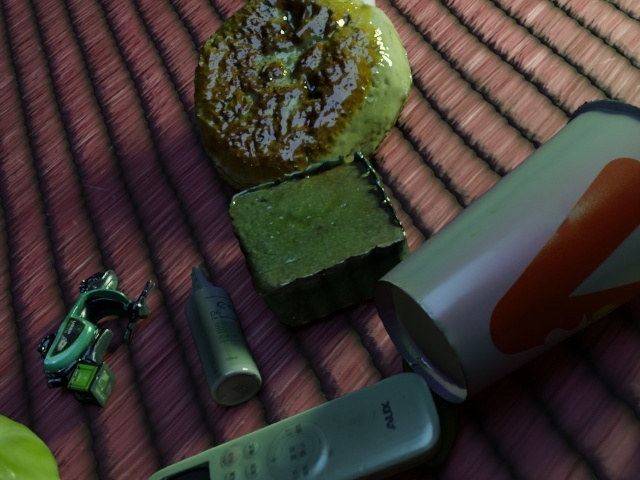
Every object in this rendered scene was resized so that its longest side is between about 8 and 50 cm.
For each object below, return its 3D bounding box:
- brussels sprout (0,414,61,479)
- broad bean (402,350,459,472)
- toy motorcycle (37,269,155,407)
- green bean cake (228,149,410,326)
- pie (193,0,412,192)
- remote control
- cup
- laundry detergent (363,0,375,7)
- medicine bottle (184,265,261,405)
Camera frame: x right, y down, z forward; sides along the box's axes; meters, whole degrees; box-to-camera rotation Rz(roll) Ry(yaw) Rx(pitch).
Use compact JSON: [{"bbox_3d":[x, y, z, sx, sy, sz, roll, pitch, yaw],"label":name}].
[{"bbox_3d":[-0.342,0.287,0.689,0.328,0.247,0.328,-26,28,15],"label":"brussels sprout"},{"bbox_3d":[0.115,0.118,0.841,0.065,0.046,0.255,8,49,9],"label":"broad bean"},{"bbox_3d":[-0.265,0.107,0.978,0.100,0.058,0.173,7,52,15],"label":"toy motorcycle"},{"bbox_3d":[0.000,0.000,0.959,0.181,0.094,0.173,-23,45,-3],"label":"green bean cake"},{"bbox_3d":[-0.036,-0.210,1.108,0.315,0.092,0.315,-4,71,13],"label":"pie"},{"bbox_3d":[-0.033,0.213,0.777,0.309,0.038,0.090,-23,47,11],"label":"remote control"},{"bbox_3d":[0.204,0.019,0.786,0.288,0.203,0.203,-32,46,-17],"label":"cup"},{"bbox_3d":[0.012,-0.359,1.301,0.159,0.088,0.335,2,48,18],"label":"laundry detergent"},{"bbox_3d":[-0.120,0.095,0.938,0.057,0.058,0.199,-24,44,-4],"label":"medicine bottle"}]
